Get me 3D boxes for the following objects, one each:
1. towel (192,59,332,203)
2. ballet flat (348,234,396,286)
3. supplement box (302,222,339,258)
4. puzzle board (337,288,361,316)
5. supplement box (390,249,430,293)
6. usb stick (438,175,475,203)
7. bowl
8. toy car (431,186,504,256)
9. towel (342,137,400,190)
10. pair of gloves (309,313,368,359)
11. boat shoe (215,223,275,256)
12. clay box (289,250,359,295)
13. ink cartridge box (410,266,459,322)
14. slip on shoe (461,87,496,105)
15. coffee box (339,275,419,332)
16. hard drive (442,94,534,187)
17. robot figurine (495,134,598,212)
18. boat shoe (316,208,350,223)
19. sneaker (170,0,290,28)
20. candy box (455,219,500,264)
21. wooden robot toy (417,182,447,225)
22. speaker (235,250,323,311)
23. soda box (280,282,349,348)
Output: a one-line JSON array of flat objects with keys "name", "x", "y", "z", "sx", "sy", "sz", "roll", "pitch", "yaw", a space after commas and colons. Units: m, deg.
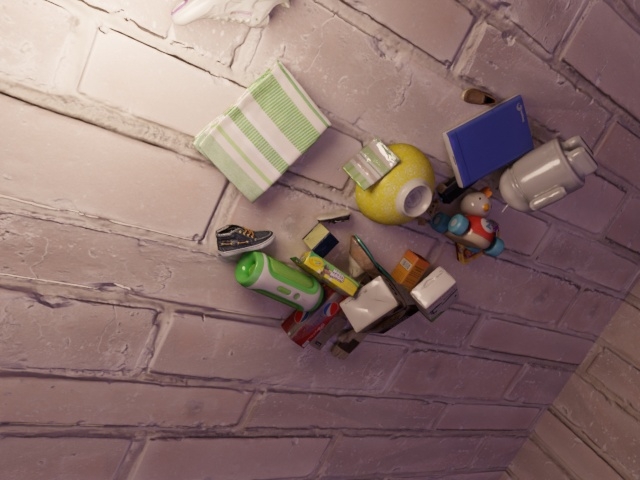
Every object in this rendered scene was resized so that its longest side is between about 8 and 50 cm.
[{"name": "towel", "x": -0.154, "y": -0.295, "z": 1.454, "sx": 0.325, "sy": 0.038, "sz": 0.248, "roll": -44, "pitch": 116, "yaw": 0}, {"name": "ballet flat", "x": 0.164, "y": 0.105, "z": 1.869, "sx": 0.106, "sy": 0.107, "sz": 0.316, "roll": -38, "pitch": 128, "yaw": 5}, {"name": "supplement box", "x": 0.000, "y": 0.000, "z": 1.720, "sx": 0.083, "sy": 0.083, "sz": 0.056, "roll": -45, "pitch": 130, "yaw": 1}, {"name": "puzzle board", "x": 0.115, "y": 0.230, "z": 1.945, "sx": 0.128, "sy": 0.011, "sz": 0.096, "roll": 1, "pitch": 86, "yaw": -31}, {"name": "supplement box", "x": 0.310, "y": 0.155, "z": 1.997, "sx": 0.078, "sy": 0.080, "sz": 0.233, "roll": 24, "pitch": 106, "yaw": -35}, {"name": "usb stick", "x": 0.546, "y": -0.238, "z": 1.920, "sx": 0.278, "sy": 0.045, "sz": 0.077, "roll": -39, "pitch": 119, "yaw": -4}, {"name": "bowl", "x": 0.277, "y": -0.161, "z": 1.739, "sx": 0.289, "sy": 0.156, "sz": 0.289, "roll": -14, "pitch": 123, "yaw": -23}, {"name": "toy car", "x": 0.571, "y": -0.097, "z": 1.931, "sx": 0.219, "sy": 0.210, "sz": 0.238, "roll": 27, "pitch": 86, "yaw": -21}, {"name": "towel", "x": 0.159, "y": -0.242, "z": 1.658, "sx": 0.152, "sy": 0.113, "sz": 0.023, "roll": -41, "pitch": 164, "yaw": -4}, {"name": "pair of gloves", "x": 0.082, "y": 0.349, "z": 2.003, "sx": 0.240, "sy": 0.042, "sz": 0.204, "roll": 33, "pitch": 99, "yaw": -40}, {"name": "boat shoe", "x": -0.226, "y": -0.014, "z": 1.594, "sx": 0.183, "sy": 0.065, "sz": 0.083, "roll": -18, "pitch": 126, "yaw": -19}, {"name": "clay box", "x": 0.010, "y": 0.100, "z": 1.715, "sx": 0.222, "sy": 0.127, "sz": 0.053, "roll": 35, "pitch": 78, "yaw": -9}, {"name": "ink cartridge box", "x": 0.449, "y": 0.214, "z": 2.057, "sx": 0.160, "sy": 0.092, "sz": 0.219, "roll": -42, "pitch": 152, "yaw": -1}, {"name": "slip on shoe", "x": 0.533, "y": -0.479, "z": 1.771, "sx": 0.135, "sy": 0.041, "sz": 0.051, "roll": 5, "pitch": 115, "yaw": -32}, {"name": "coffee box", "x": 0.209, "y": 0.228, "z": 1.806, "sx": 0.168, "sy": 0.119, "sz": 0.297, "roll": -37, "pitch": 158, "yaw": 14}, {"name": "hard drive", "x": 0.595, "y": -0.349, "z": 1.854, "sx": 0.318, "sy": 0.040, "sz": 0.210, "roll": -29, "pitch": 112, "yaw": -12}, {"name": "robot figurine", "x": 0.802, "y": -0.231, "z": 1.910, "sx": 0.200, "sy": 0.300, "sz": 0.353, "roll": 41, "pitch": 127, "yaw": -22}, {"name": "boat shoe", "x": 0.044, "y": -0.072, "z": 1.731, "sx": 0.125, "sy": 0.046, "sz": 0.038, "roll": -15, "pitch": 120, "yaw": -32}, {"name": "sneaker", "x": -0.201, "y": -0.559, "z": 1.253, "sx": 0.305, "sy": 0.114, "sz": 0.152, "roll": -29, "pitch": 127, "yaw": -12}, {"name": "candy box", "x": 0.630, "y": 0.007, "z": 2.109, "sx": 0.186, "sy": 0.053, "sz": 0.109, "roll": -27, "pitch": 127, "yaw": -12}, {"name": "wooden robot toy", "x": 0.402, "y": -0.133, "z": 1.897, "sx": 0.079, "sy": 0.076, "sz": 0.173, "roll": -20, "pitch": 135, "yaw": -57}, {"name": "speaker", "x": -0.127, "y": 0.135, "z": 1.699, "sx": 0.296, "sy": 0.131, "sz": 0.131, "roll": 29, "pitch": 101, "yaw": -39}, {"name": "soda box", "x": -0.011, "y": 0.247, "z": 1.855, "sx": 0.263, "sy": 0.092, "sz": 0.083, "roll": -46, "pitch": 128, "yaw": 1}]
